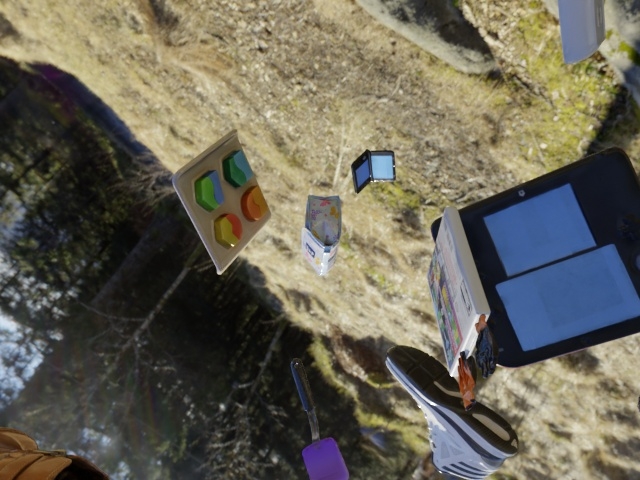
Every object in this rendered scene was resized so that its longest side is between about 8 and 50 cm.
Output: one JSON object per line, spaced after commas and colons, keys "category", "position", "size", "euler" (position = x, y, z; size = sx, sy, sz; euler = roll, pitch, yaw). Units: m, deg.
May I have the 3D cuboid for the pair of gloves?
{"category": "pair of gloves", "position": [0.165, 0.129, 0.547], "size": [0.010, 0.074, 0.083], "euler": [14, 125, -5]}

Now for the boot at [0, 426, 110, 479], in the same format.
{"category": "boot", "position": [-0.364, 0.284, 0.634], "size": [0.220, 0.109, 0.283], "euler": [-4, 162, 2]}

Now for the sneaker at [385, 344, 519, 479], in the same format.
{"category": "sneaker", "position": [0.335, 0.537, 1.548], "size": [0.447, 0.169, 0.257], "euler": [40, 123, 26]}

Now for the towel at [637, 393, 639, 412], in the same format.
{"category": "towel", "position": [0.430, 0.250, 0.547], "size": [0.121, 0.235, 0.283], "euler": [-18, 172, 34]}

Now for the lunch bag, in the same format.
{"category": "lunch bag", "position": [0.001, -0.007, 0.664], "size": [0.053, 0.083, 0.071], "euler": [-1, 148, -4]}

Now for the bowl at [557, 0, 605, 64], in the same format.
{"category": "bowl", "position": [0.471, -0.395, 0.922], "size": [0.053, 0.142, 0.142], "euler": [1, 114, 37]}

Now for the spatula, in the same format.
{"category": "spatula", "position": [-0.020, 0.400, 1.160], "size": [0.030, 0.084, 0.296], "euler": [56, -170, -52]}

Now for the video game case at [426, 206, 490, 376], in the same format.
{"category": "video game case", "position": [0.210, 0.081, 0.813], "size": [0.023, 0.201, 0.183], "euler": [-2, 139, -3]}

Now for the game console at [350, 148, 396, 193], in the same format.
{"category": "game console", "position": [0.147, -0.186, 1.421], "size": [0.071, 0.107, 0.122], "euler": [32, 155, 30]}

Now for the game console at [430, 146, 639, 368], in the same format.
{"category": "game console", "position": [0.454, 0.048, 1.009], "size": [0.342, 0.386, 0.060], "euler": [66, -161, -1]}

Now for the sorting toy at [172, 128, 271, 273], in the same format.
{"category": "sorting toy", "position": [-0.163, -0.073, 0.937], "size": [0.038, 0.193, 0.208], "euler": [0, 123, 29]}
